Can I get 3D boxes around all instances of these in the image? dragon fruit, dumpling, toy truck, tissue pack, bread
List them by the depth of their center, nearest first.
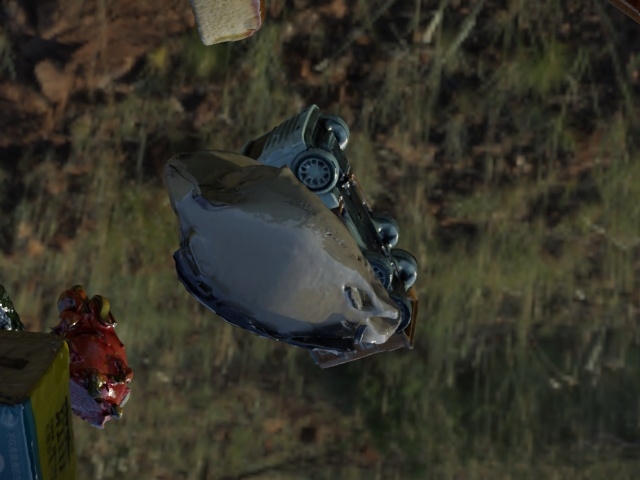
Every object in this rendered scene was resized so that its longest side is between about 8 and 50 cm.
[{"bbox_3d":[-0.324,0.221,1.152,0.192,0.134,0.271,4,116,7],"label":"tissue pack"},{"bbox_3d":[-0.050,0.015,1.285,0.293,0.163,0.204,35,178,-14],"label":"dumpling"},{"bbox_3d":[0.000,0.000,1.519,0.162,0.136,0.305,-21,111,18],"label":"toy truck"},{"bbox_3d":[-0.332,0.160,1.732,0.150,0.207,0.133,6,157,-44],"label":"dragon fruit"},{"bbox_3d":[-0.144,-0.415,1.746,0.114,0.184,0.274,-6,158,-1],"label":"bread"}]

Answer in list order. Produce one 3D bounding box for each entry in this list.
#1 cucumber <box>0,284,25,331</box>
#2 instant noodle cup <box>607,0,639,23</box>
[{"bbox_3d":[-0.397,0.188,1.624,0.067,0.067,0.293,0,123,17],"label":"cucumber"},{"bbox_3d":[0.296,-0.326,1.129,0.250,0.192,0.250,-35,159,-16],"label":"instant noodle cup"}]
